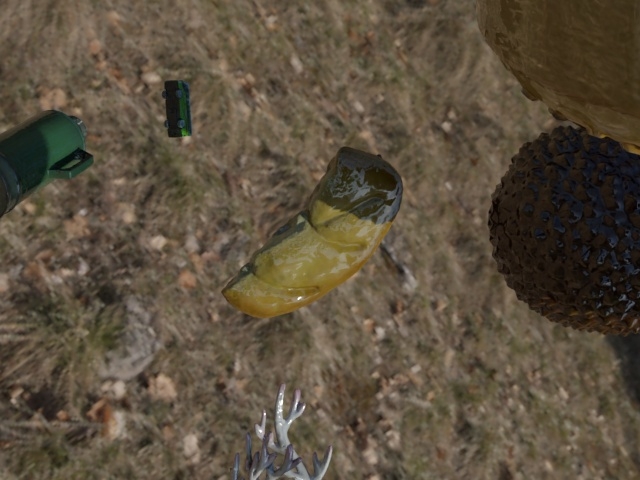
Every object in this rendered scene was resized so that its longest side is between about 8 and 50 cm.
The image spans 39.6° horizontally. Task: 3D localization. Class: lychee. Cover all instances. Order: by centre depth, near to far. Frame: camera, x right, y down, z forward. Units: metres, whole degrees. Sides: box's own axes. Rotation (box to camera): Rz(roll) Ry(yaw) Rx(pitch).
[{"bbox_3d":[0.348,-0.009,1.102,0.267,0.267,0.267,50,15,-18],"label":"lychee"}]

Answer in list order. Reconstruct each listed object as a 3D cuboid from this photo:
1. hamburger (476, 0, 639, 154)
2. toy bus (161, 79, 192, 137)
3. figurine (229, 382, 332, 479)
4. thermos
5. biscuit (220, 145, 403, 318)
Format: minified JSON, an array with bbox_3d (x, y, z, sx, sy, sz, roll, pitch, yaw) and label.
[{"bbox_3d":[0.217,-0.159,0.429,0.300,0.300,0.176,-108,173,-50],"label":"hamburger"},{"bbox_3d":[-0.209,-0.193,1.305,0.037,0.031,0.083,-20,110,-62],"label":"toy bus"},{"bbox_3d":[-0.122,0.395,1.301,0.206,0.315,0.284,-120,-163,-77],"label":"figurine"},{"bbox_3d":[-0.300,-0.089,0.927,0.073,0.083,0.188,67,25,-18],"label":"thermos"},{"bbox_3d":[0.002,0.003,1.275,0.154,0.299,0.045,36,8,-31],"label":"biscuit"}]
